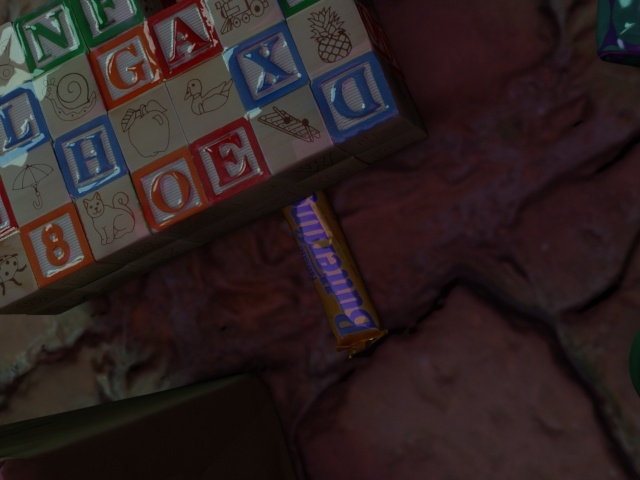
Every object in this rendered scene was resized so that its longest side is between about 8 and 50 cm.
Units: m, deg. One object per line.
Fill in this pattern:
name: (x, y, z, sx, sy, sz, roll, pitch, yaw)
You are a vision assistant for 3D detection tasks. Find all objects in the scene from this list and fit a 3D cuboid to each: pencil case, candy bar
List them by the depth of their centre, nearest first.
pencil case: (0.201, -0.180, 0.654, 0.064, 0.070, 0.152, 6, 94, 48)
candy bar: (0.000, 0.000, 0.734, 0.040, 0.018, 0.161, -24, 84, 14)

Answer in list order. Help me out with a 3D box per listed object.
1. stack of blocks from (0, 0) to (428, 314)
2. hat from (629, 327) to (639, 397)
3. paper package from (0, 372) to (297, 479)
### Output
stack of blocks: (-0.101, -0.086, 0.712, 0.297, 0.087, 0.171, -24, 79, 15)
hat: (0.285, 0.006, 0.656, 0.173, 0.183, 0.208, 16, 139, 5)
paper package: (-0.200, 0.201, 0.633, 0.309, 0.325, 0.168, -14, 87, 15)
